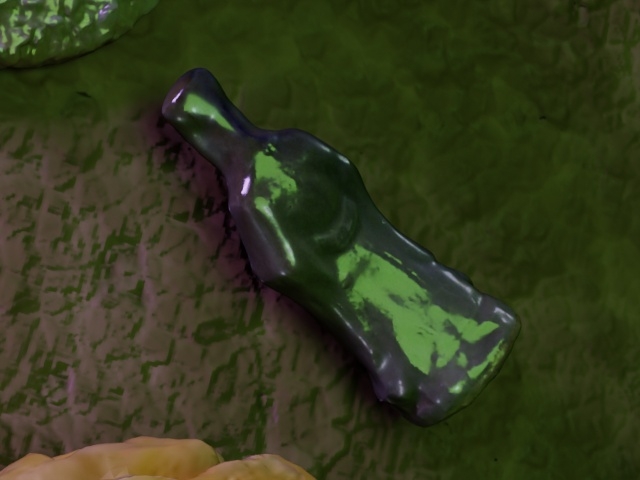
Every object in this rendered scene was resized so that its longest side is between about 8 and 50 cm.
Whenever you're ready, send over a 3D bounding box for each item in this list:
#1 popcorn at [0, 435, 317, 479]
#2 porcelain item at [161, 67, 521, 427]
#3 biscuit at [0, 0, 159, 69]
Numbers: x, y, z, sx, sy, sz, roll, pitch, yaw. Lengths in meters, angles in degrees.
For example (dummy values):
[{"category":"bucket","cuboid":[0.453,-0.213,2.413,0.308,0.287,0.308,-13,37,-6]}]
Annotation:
[{"category":"popcorn","cuboid":[-0.104,0.223,0.782,0.332,0.225,0.265,-12,72,-11]},{"category":"porcelain item","cuboid":[0.000,0.000,0.974,0.215,0.069,0.081,43,73,-16]},{"category":"biscuit","cuboid":[-0.141,-0.153,0.950,0.250,0.032,0.133,-24,92,-34]}]
